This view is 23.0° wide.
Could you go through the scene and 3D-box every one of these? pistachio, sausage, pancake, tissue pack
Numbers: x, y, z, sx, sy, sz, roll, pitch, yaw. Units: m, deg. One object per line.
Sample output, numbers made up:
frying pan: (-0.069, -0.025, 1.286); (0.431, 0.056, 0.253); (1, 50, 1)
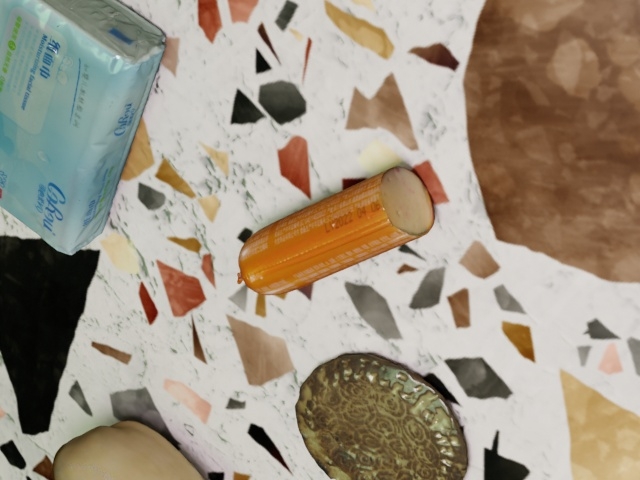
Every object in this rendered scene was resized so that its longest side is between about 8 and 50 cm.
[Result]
pistachio: (-0.203, 0.286, 1.745); (0.215, 0.144, 0.144); (32, 129, 20)
sausage: (0.000, 0.000, 1.484); (0.234, 0.071, 0.071); (-24, 100, 42)
pancake: (0.061, 0.198, 1.585); (0.199, 0.021, 0.199); (17, 124, 27)
tissue pack: (-0.272, -0.135, 1.589); (0.177, 0.089, 0.263); (35, 131, 12)
